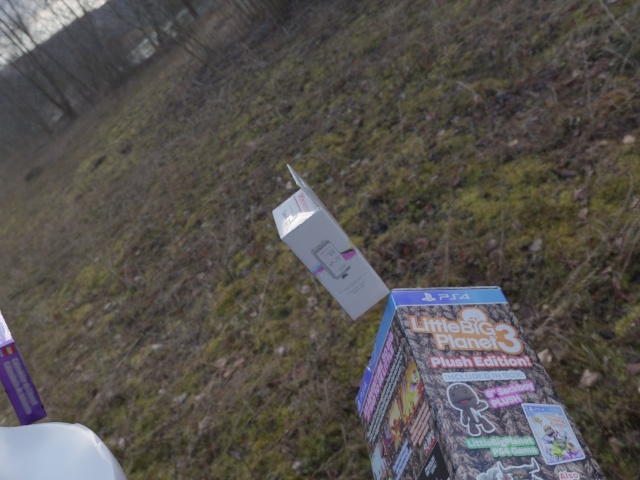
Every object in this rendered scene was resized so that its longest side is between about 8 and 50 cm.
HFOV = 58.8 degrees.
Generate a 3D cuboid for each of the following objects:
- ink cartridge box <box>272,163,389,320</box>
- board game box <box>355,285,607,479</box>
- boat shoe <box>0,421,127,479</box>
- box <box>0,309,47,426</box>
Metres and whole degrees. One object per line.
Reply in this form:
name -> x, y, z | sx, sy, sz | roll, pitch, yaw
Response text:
ink cartridge box -> 0.000, 0.000, 0.767 | 0.067, 0.198, 0.115 | -38, 22, 4
board game box -> 0.155, 0.234, 0.629 | 0.141, 0.232, 0.291 | 0, 42, -13
boat shoe -> -0.204, 0.200, 0.392 | 0.301, 0.102, 0.108 | -13, 29, 40
box -> -0.712, 0.265, 1.290 | 0.057, 0.201, 0.293 | -25, 29, -29
